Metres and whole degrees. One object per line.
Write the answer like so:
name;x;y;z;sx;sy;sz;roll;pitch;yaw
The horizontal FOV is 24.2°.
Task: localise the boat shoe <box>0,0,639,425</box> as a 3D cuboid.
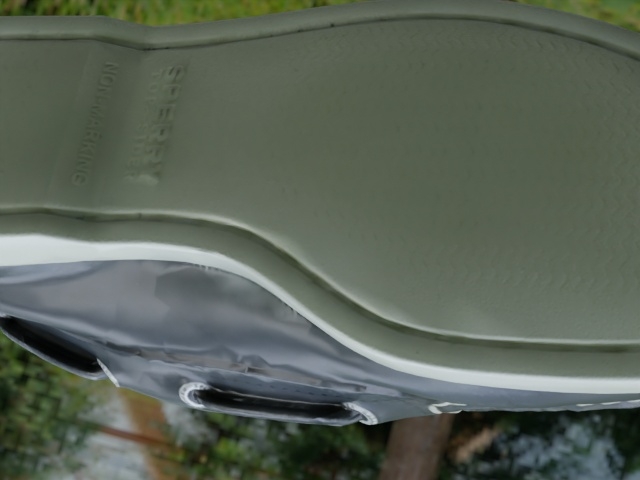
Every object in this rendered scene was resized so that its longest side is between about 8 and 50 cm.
boat shoe;-0.001;0.004;0.486;0.340;0.127;0.113;2;150;17
